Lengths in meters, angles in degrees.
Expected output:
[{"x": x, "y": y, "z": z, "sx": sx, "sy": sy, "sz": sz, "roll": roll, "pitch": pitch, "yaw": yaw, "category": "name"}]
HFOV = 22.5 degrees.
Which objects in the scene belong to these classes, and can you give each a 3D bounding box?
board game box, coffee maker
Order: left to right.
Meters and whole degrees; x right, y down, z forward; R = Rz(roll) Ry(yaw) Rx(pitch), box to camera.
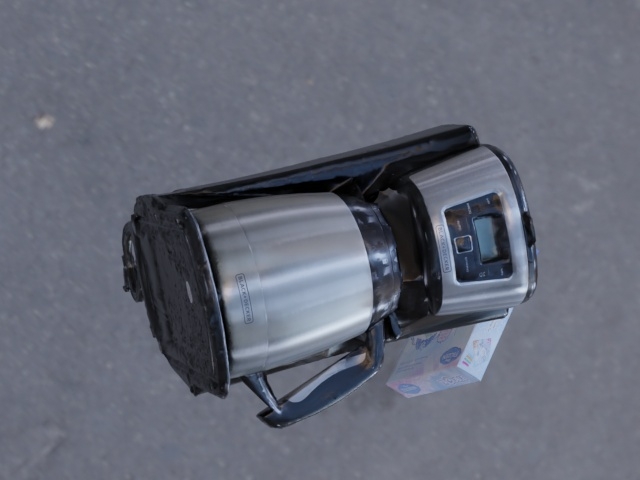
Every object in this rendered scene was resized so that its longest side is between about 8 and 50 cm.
[{"x": 0.000, "y": 0.000, "z": 0.836, "sx": 0.178, "sy": 0.171, "sz": 0.120, "roll": -13, "pitch": 122, "yaw": -19, "category": "coffee maker"}, {"x": 0.083, "y": 0.047, "z": 0.954, "sx": 0.020, "sy": 0.090, "sz": 0.090, "roll": 34, "pitch": 67, "yaw": -15, "category": "board game box"}]
